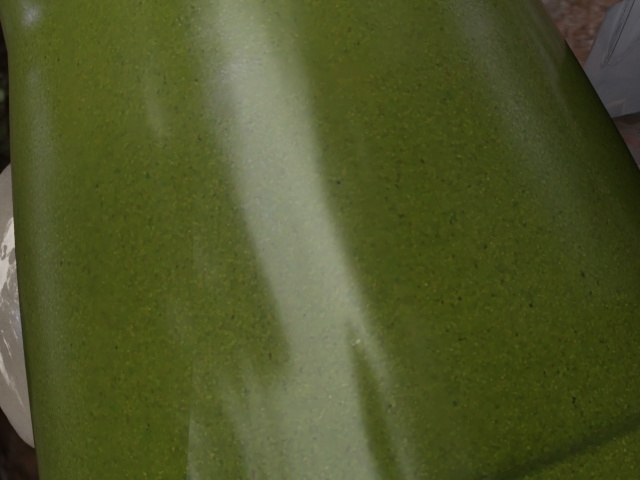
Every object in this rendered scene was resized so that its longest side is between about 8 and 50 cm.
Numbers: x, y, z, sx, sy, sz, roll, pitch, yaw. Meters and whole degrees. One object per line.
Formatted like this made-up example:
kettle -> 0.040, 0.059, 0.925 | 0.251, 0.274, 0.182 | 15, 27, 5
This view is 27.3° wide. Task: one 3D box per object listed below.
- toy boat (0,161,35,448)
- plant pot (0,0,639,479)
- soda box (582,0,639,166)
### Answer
toy boat -> -0.274, 0.069, 1.105 | 0.148, 0.318, 0.268 | 8, 113, 42
plant pot -> 0.000, 0.000, 0.649 | 0.366, 0.366, 0.353 | -18, 90, 33
soda box -> 0.235, -0.099, 0.784 | 0.091, 0.286, 0.098 | 24, 91, -6
